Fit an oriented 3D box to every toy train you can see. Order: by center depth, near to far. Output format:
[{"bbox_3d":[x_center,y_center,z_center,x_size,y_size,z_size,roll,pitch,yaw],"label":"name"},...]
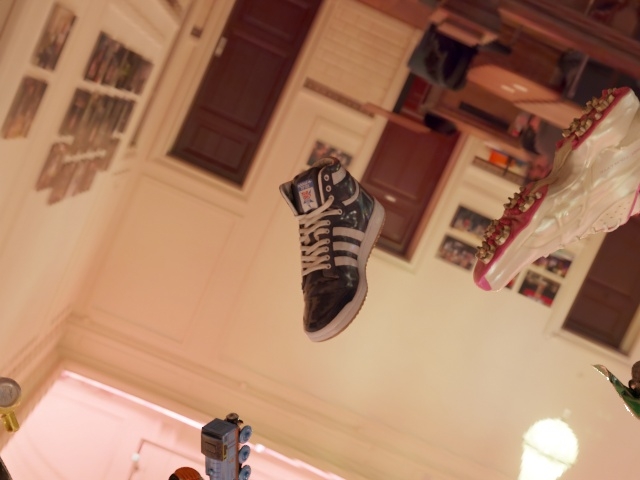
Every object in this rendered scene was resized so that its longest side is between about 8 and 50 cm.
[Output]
[{"bbox_3d":[-0.203,0.461,1.850,0.080,0.184,0.105,14,-159,33],"label":"toy train"}]

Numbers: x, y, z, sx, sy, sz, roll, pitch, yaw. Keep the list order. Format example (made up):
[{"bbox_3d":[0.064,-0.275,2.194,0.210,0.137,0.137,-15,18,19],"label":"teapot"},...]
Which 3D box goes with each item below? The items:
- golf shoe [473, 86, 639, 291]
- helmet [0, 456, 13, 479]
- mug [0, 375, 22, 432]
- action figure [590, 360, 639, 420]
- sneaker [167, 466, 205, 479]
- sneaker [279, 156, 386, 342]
[{"bbox_3d":[0.318,-0.039,1.080,0.140,0.306,0.115,36,-166,-7],"label":"golf shoe"},{"bbox_3d":[-0.414,0.256,0.882,0.162,0.169,0.169,-30,-140,-31],"label":"helmet"},{"bbox_3d":[-0.424,0.213,1.158,0.078,0.062,0.064,40,148,-21],"label":"mug"},{"bbox_3d":[0.340,0.159,0.826,0.137,0.063,0.232,28,-176,9],"label":"action figure"},{"bbox_3d":[-0.256,0.618,1.838,0.099,0.262,0.121,-12,156,11],"label":"sneaker"},{"bbox_3d":[0.000,0.000,1.225,0.099,0.282,0.153,-19,125,34],"label":"sneaker"}]
